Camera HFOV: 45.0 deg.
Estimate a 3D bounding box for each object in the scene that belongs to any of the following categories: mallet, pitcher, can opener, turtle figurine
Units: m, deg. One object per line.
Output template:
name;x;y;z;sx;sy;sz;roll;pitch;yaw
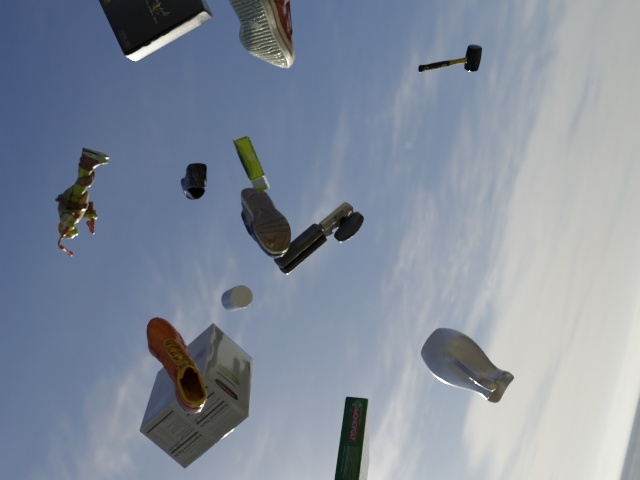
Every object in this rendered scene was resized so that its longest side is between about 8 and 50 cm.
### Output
mallet;0.313;-0.435;1.851;0.190;0.039;0.062;-11;-53;-34
pitcher;0.336;0.292;1.818;0.125;0.207;0.178;-57;-26;0
can opener;0.000;0.000;2.233;0.283;0.095;0.076;-41;-39;-9
turtle figurine;-0.531;-0.093;1.699;0.269;0.087;0.217;-98;29;-81

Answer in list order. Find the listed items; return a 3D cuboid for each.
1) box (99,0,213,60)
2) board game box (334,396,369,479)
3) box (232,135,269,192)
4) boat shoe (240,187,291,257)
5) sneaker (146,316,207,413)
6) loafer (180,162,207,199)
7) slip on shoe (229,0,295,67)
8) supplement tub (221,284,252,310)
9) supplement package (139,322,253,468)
box;-0.337;-0.492;1.488;0.232;0.184;0.059;65;-170;4
board game box;0.050;0.471;1.379;0.317;0.046;0.213;-78;-12;-48
box;-0.168;-0.186;1.887;0.178;0.043;0.109;86;161;-83
boat shoe;-0.157;-0.039;2.161;0.103;0.285;0.092;-9;-48;-23
sneaker;-0.232;0.199;1.278;0.064;0.175;0.067;-22;-17;-36
loafer;-0.306;-0.128;1.872;0.170;0.062;0.061;120;146;-69
slip on shoe;-0.100;-0.433;1.494;0.101;0.123;0.331;-63;-12;-12
supplement tub;-0.252;0.174;2.320;0.107;0.071;0.071;-22;43;64
supplement package;-0.279;0.354;1.801;0.204;0.145;0.262;-41;17;12
